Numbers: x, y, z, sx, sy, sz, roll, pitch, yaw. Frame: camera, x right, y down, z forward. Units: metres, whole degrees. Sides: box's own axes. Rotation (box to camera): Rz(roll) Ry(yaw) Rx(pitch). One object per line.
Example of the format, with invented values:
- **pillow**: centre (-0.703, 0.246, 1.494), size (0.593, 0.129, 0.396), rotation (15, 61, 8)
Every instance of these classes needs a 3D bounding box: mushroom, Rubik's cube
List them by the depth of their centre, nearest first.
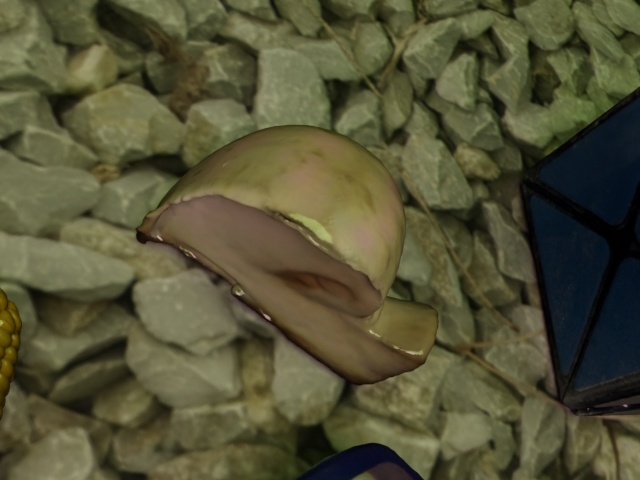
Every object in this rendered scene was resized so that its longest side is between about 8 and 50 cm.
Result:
- **mushroom**: centre (0.014, -0.024, 0.584), size (0.236, 0.162, 0.173), rotation (36, 61, -6)
- **Rubik's cube**: centre (0.367, 0.013, 0.665), size (0.255, 0.259, 0.260), rotation (5, 70, -19)

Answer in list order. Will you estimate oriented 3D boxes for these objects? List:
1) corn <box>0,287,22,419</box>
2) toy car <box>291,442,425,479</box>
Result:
- **corn**: centre (-0.256, 0.158, 0.426), size (0.106, 0.106, 0.305), rotation (19, 61, -14)
- **toy car**: centre (0.039, 0.244, 0.452), size (0.172, 0.158, 0.235), rotation (-25, 53, -34)
